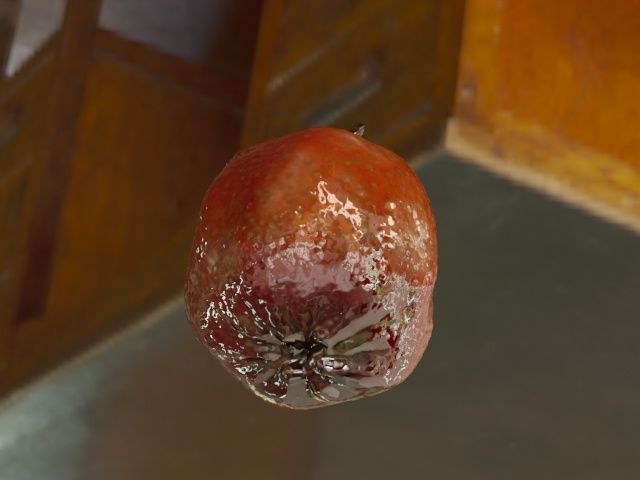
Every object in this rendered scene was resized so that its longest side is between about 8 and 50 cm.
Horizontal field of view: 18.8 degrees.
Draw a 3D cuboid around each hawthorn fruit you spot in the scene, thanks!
[{"bbox_3d":[0.000,0.000,1.176,0.157,0.194,0.157,9,145,6],"label":"hawthorn fruit"}]
